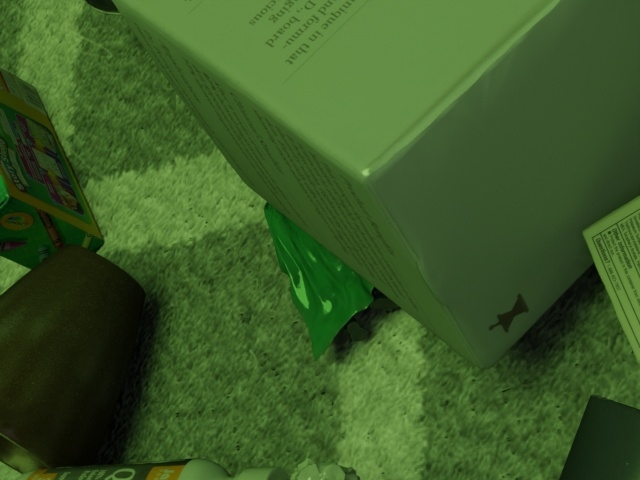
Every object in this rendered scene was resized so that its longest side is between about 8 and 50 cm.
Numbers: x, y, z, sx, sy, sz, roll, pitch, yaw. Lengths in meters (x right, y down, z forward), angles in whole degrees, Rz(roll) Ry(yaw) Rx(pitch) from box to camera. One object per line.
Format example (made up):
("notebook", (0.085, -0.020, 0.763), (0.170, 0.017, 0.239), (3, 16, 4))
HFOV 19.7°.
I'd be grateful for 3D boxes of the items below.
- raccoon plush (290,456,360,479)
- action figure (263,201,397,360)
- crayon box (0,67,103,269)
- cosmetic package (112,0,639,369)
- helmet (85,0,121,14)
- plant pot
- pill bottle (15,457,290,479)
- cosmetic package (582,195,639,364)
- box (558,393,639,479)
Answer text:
("raccoon plush", (-0.097, 0.429, 1.622), (0.216, 0.299, 0.447), (-13, 82, 38))
("action figure", (0.000, 0.000, 1.929), (0.137, 0.063, 0.232), (-44, 51, 16))
("crayon box", (-0.378, -0.097, 2.176), (0.081, 0.165, 0.278), (-40, 53, 16))
("cosmetic package", (0.088, -0.162, 1.714), (0.327, 0.329, 0.393), (-44, 51, -9))
("helmet", (-0.197, -0.328, 2.139), (0.169, 0.161, 0.169), (-14, 64, 31))
("plant pot", (-0.296, 0.128, 2.024), (0.215, 0.215, 0.230), (17, 67, 39))
("pill bottle", (-0.169, 0.300, 1.842), (0.278, 0.162, 0.162), (-7, 67, 17))
("cosmetic package", (0.399, -0.005, 1.599), (0.296, 0.129, 0.153), (-32, 55, 23))
("box", (0.286, 0.232, 1.534), (0.108, 0.207, 0.153), (18, 83, 39))
